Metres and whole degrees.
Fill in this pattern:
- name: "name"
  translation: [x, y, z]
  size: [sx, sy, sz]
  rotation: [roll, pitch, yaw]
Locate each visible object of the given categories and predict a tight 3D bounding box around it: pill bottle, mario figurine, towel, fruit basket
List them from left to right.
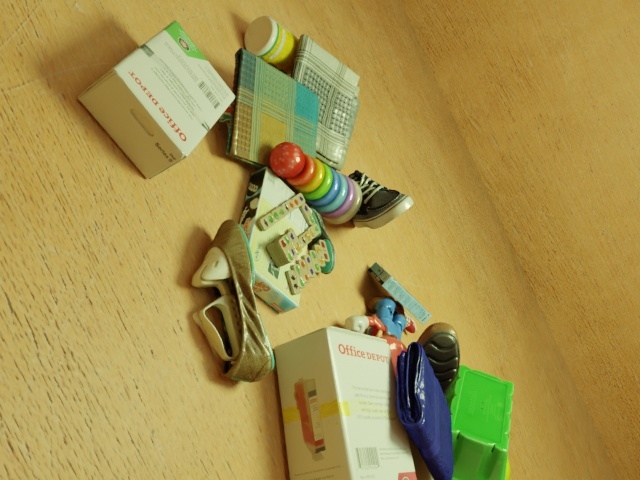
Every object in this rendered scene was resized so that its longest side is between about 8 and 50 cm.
- name: "towel"
  translation: [-0.114, -0.308, 1.585]
  size: [0.370, 0.040, 0.271]
  rotation: [12, 81, -59]
- name: "pill bottle"
  translation: [-0.117, -0.566, 1.798]
  size: [0.208, 0.118, 0.117]
  rotation: [16, 56, -54]
- name: "towel"
  translation: [0.015, -0.407, 1.841]
  size: [0.324, 0.056, 0.312]
  rotation: [25, 73, -51]
- name: "mario figurine"
  translation: [0.145, 0.276, 1.651]
  size: [0.198, 0.170, 0.320]
  rotation: [25, 23, 2]
- name: "towel"
  translation: [0.249, 0.422, 1.461]
  size: [0.227, 0.076, 0.308]
  rotation: [-79, 151, -46]
- name: "fruit basket"
  translation: [0.439, 0.614, 1.778]
  size: [0.392, 0.283, 0.392]
  rotation: [18, 90, -78]

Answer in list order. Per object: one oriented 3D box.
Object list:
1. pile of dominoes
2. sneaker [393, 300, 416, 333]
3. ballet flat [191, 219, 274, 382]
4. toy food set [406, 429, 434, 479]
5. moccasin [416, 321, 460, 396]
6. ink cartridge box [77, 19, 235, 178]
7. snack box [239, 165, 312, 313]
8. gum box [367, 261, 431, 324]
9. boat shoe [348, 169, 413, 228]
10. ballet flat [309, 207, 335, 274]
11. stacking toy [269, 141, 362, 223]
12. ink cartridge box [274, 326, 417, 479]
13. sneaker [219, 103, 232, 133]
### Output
- name: "pile of dominoes"
  translation: [-0.044, -0.002, 1.462]
  size: [0.196, 0.040, 0.251]
  rotation: [62, 30, -8]
- name: "sneaker"
  translation: [0.254, 0.249, 1.883]
  size: [0.118, 0.042, 0.067]
  rotation: [55, 26, -4]
- name: "ballet flat"
  translation: [-0.189, 0.119, 1.219]
  size: [0.124, 0.116, 0.342]
  rotation: [-4, 75, -39]
- name: "toy food set"
  translation: [0.192, 0.576, 1.516]
  size: [0.220, 0.092, 0.306]
  rotation: [18, 51, -37]
- name: "moccasin"
  translation: [0.301, 0.346, 1.640]
  size: [0.147, 0.139, 0.380]
  rotation: [-80, 168, -46]
- name: "ink cartridge box"
  translation: [-0.327, -0.296, 1.257]
  size: [0.211, 0.122, 0.289]
  rotation: [52, 32, -22]
- name: "snack box"
  translation: [-0.112, -0.006, 1.457]
  size: [0.187, 0.060, 0.321]
  rotation: [44, 36, -33]
- name: "gum box"
  translation: [0.235, 0.155, 1.815]
  size: [0.184, 0.041, 0.157]
  rotation: [44, 2, -17]
- name: "boat shoe"
  translation: [0.137, -0.127, 1.756]
  size: [0.127, 0.340, 0.158]
  rotation: [-38, 99, -17]
- name: "ballet flat"
  translation: [0.000, 0.000, 1.637]
  size: [0.070, 0.070, 0.188]
  rotation: [-6, 78, -59]
- name: "stacking toy"
  translation: [-0.024, -0.162, 1.608]
  size: [0.330, 0.141, 0.141]
  rotation: [32, 44, -51]
- name: "ink cartridge box"
  translation: [0.060, 0.409, 1.331]
  size: [0.279, 0.160, 0.384]
  rotation: [25, 49, -51]
- name: "sneaker"
  translation: [-0.201, -0.285, 1.537]
  size: [0.161, 0.057, 0.075]
  rotation: [43, 62, -49]
